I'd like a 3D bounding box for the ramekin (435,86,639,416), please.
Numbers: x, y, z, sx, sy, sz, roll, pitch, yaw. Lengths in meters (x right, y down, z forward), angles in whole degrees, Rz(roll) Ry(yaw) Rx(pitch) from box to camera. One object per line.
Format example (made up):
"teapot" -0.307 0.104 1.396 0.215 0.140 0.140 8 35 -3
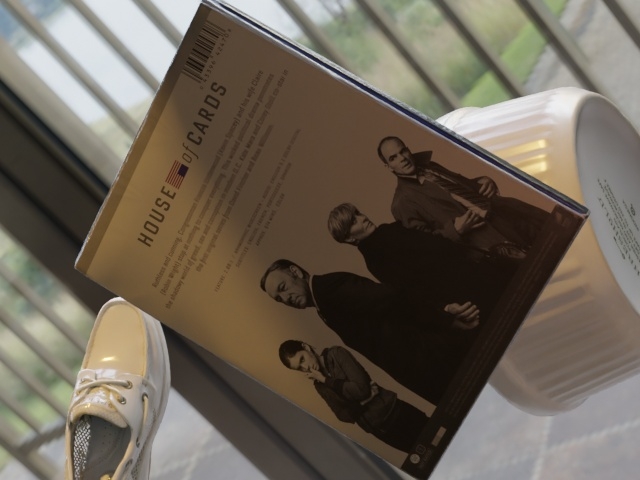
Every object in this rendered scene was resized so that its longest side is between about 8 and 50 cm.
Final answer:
"ramekin" 0.201 0.000 1.091 0.127 0.273 0.273 -22 29 31

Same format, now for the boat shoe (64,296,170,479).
"boat shoe" -0.227 0.188 1.452 0.098 0.096 0.277 -3 72 15

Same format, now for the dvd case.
"dvd case" 0.000 0.000 0.742 0.179 0.239 0.029 -61 -8 17
